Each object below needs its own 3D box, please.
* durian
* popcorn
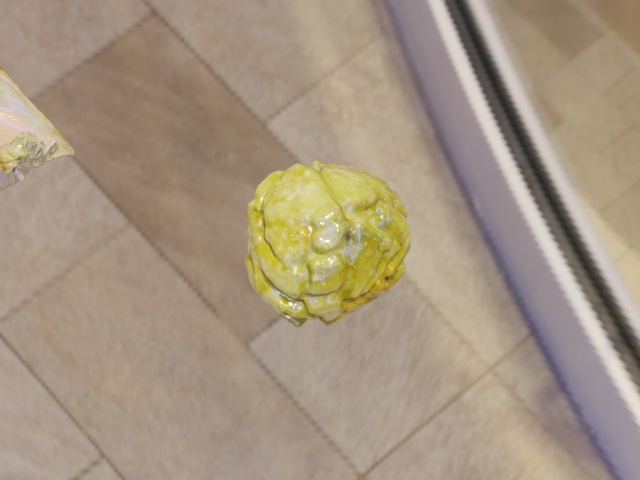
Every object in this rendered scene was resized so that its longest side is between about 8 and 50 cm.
[{"bbox_3d":[-0.262,-0.082,1.318,0.078,0.224,0.140,-41,75,8],"label":"durian"},{"bbox_3d":[0.000,0.000,1.140,0.106,0.116,0.120,37,72,18],"label":"popcorn"}]
